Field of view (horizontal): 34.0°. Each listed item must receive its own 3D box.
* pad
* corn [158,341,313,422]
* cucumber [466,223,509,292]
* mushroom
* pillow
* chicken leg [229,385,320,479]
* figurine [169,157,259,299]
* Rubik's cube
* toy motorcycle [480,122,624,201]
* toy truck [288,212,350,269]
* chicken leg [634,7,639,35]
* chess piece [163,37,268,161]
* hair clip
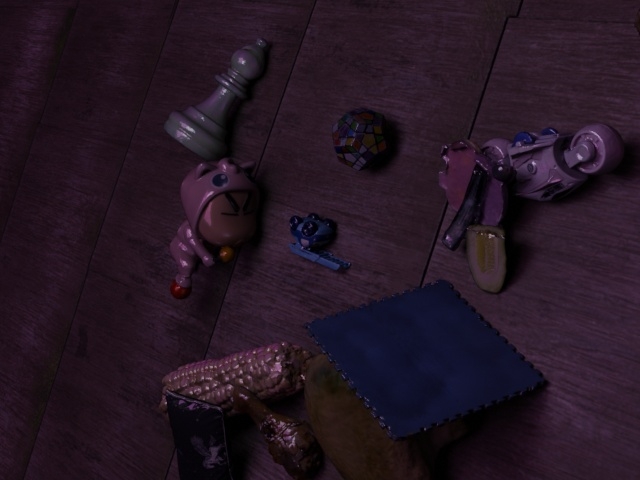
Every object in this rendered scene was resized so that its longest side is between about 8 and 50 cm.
[{"bbox_3d":[0.148,0.164,1.525,0.270,0.269,0.012,49,145,45],"label":"pad"},{"bbox_3d":[-0.155,0.264,1.896,0.335,0.126,0.127,-18,64,38],"label":"corn"},{"bbox_3d":[0.256,0.027,1.581,0.067,0.035,0.107,12,125,27],"label":"cucumber"},{"bbox_3d":[0.080,0.288,1.589,0.292,0.212,0.218,3,74,39],"label":"mushroom"},{"bbox_3d":[-0.213,0.369,1.881,0.141,0.055,0.208,11,121,33],"label":"pillow"},{"bbox_3d":[-0.075,0.318,1.780,0.198,0.069,0.085,43,131,11],"label":"chicken leg"},{"bbox_3d":[-0.205,-0.023,2.033,0.186,0.176,0.287,43,115,27],"label":"figurine"},{"bbox_3d":[0.072,-0.176,1.821,0.111,0.111,0.093,3,52,47],"label":"Rubik's cube"},{"bbox_3d":[0.332,-0.111,1.532,0.254,0.112,0.113,-2,75,52],"label":"toy motorcycle"},{"bbox_3d":[0.000,0.000,1.864,0.136,0.063,0.074,22,113,46],"label":"toy truck"},{"bbox_3d":[0.504,-0.338,1.418,0.196,0.125,0.080,-39,52,-23],"label":"chicken leg"},{"bbox_3d":[-0.194,-0.299,2.133,0.272,0.139,0.139,-55,44,3],"label":"chess piece"},{"bbox_3d":[0.230,-0.068,1.599,0.146,0.056,0.187,41,136,37],"label":"hair clip"}]
